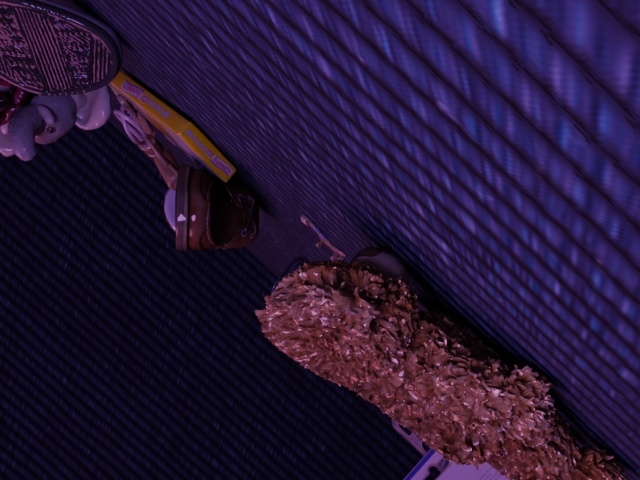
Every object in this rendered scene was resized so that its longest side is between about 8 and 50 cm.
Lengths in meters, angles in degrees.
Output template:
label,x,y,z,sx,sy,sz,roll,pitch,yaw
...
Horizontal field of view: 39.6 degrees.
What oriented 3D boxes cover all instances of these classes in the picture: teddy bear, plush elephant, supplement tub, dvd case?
label,x,y,z,sx,sy,sz,roll,pitch,yaw
teddy bear,0.112,0.114,0.752,0.338,0.113,0.245,35,-179,4
plush elephant,-0.505,-0.245,1.455,0.255,0.271,0.330,59,-163,-23
supplement tub,-0.212,-0.048,1.595,0.117,0.117,0.190,42,175,3
dvd case,-0.229,-0.162,1.372,0.087,0.013,0.119,40,173,21

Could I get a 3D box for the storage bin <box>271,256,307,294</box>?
label,x,y,z,sx,sy,sz,roll,pitch,yaw
storage bin,-0.008,0.105,1.506,0.091,0.098,0.135,25,165,37

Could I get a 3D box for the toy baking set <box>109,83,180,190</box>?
label,x,y,z,sx,sy,sz,roll,pitch,yaw
toy baking set,-0.252,-0.144,1.271,0.256,0.030,0.197,53,178,43

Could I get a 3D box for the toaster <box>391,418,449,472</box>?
label,x,y,z,sx,sy,sz,roll,pitch,yaw
toaster,0.220,0.316,1.384,0.186,0.110,0.168,45,175,-27

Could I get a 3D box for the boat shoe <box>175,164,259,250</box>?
label,x,y,z,sx,sy,sz,roll,pitch,yaw
boat shoe,-0.132,-0.042,1.191,0.104,0.111,0.307,4,-176,-2

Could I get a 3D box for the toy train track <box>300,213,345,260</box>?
label,x,y,z,sx,sy,sz,roll,pitch,yaw
toy train track,0.000,0.000,1.010,0.048,0.014,0.083,36,171,48

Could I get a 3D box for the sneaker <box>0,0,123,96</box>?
label,x,y,z,sx,sy,sz,roll,pitch,yaw
sneaker,-0.341,-0.249,0.987,0.295,0.178,0.124,10,128,5

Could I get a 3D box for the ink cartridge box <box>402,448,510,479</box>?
label,x,y,z,sx,sy,sz,roll,pitch,yaw
ink cartridge box,0.274,0.400,1.245,0.332,0.165,0.065,39,-160,4

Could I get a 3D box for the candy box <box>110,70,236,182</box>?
label,x,y,z,sx,sy,sz,roll,pitch,yaw
candy box,-0.194,-0.151,1.145,0.206,0.027,0.105,38,176,42
